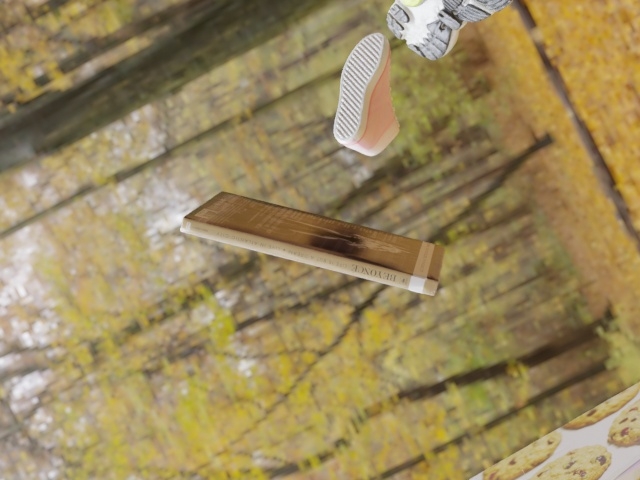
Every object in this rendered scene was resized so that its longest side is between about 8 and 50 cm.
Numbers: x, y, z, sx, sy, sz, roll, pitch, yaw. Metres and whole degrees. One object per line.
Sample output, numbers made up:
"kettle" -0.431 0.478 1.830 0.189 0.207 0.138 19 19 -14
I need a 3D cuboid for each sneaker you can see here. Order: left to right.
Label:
"sneaker" 0.058 -0.156 1.446 0.070 0.051 0.134 31 -112 -46
"sneaker" 0.157 -0.301 1.425 0.107 0.118 0.279 37 159 -10

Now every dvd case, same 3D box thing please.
"dvd case" 0.000 0.000 1.169 0.164 0.221 0.018 -53 -24 -78

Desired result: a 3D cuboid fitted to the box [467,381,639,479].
"box" 0.145 0.150 0.743 0.063 0.324 0.067 57 -174 -26
